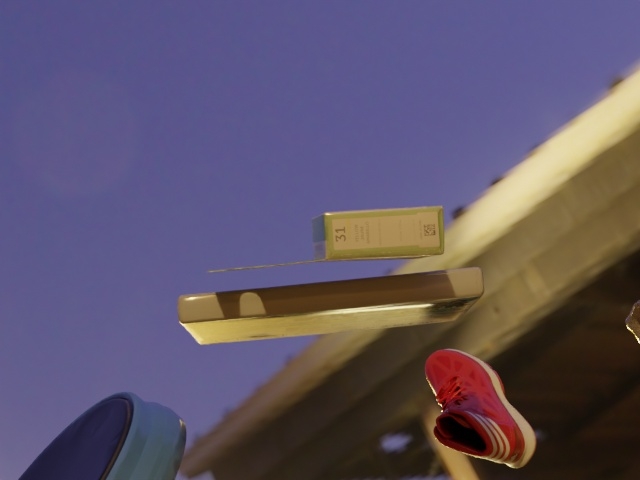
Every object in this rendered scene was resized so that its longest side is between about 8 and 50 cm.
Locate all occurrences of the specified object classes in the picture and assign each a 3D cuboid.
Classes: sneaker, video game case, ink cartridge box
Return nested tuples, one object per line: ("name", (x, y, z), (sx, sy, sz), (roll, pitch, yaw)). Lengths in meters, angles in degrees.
("sneaker", (0.187, 0.213, 2.195), (0.128, 0.221, 0.087), (16, -70, -44))
("video game case", (0.011, 0.078, 1.878), (0.329, 0.036, 0.300), (-5, -8, -1))
("ink cartridge box", (0.000, 0.000, 1.670), (0.235, 0.056, 0.171), (-2, -1, -4))

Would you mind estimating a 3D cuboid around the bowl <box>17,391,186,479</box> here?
("bowl", (-0.322, 0.350, 2.016), (0.077, 0.391, 0.391), (41, -63, -17))

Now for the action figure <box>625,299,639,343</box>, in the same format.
("action figure", (0.487, 0.211, 1.871), (0.178, 0.330, 0.341), (-15, -4, 44))
